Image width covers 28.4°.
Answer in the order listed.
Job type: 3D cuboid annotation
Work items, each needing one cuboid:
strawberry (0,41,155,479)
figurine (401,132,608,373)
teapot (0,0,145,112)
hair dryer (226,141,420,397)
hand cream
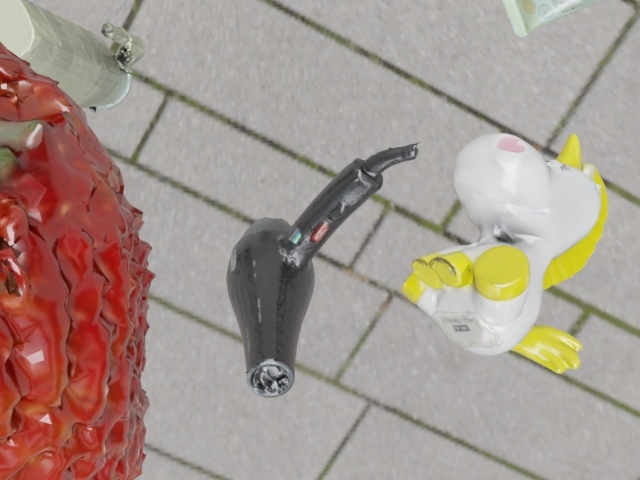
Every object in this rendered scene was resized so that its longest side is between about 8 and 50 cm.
[{"bbox_3d":[-0.217,0.037,0.663,0.312,0.351,0.267,16,74,21],"label":"strawberry"},{"bbox_3d":[0.136,-0.004,0.859,0.130,0.109,0.178,32,64,-21],"label":"figurine"},{"bbox_3d":[-0.264,-0.200,1.324,0.107,0.200,0.077,-35,71,14],"label":"teapot"},{"bbox_3d":[0.000,0.000,1.208,0.091,0.235,0.271,27,120,-20],"label":"hair dryer"},{"bbox_3d":[0.400,-0.401,1.824,0.306,0.093,0.147,-15,115,25],"label":"hand cream"}]
